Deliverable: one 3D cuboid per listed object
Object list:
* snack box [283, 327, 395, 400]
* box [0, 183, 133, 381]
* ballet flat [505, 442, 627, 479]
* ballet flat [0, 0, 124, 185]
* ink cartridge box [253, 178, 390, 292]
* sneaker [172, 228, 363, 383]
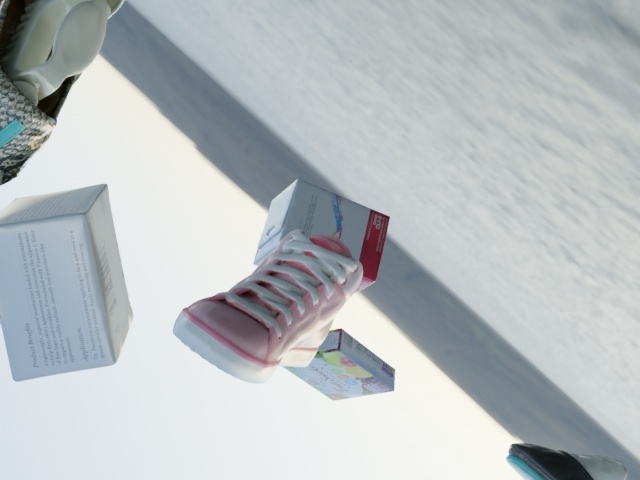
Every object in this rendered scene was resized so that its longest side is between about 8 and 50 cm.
[{"bbox_3d":[0.022,0.166,1.373,0.141,0.100,0.037,41,-133,-44],"label":"snack box"},{"bbox_3d":[-0.299,0.043,1.205,0.182,0.119,0.180,-105,7,-76],"label":"box"},{"bbox_3d":[0.332,0.315,1.213,0.280,0.096,0.095,49,168,-9],"label":"ballet flat"},{"bbox_3d":[-0.320,-0.252,1.235,0.164,0.182,0.482,48,-154,-33],"label":"ballet flat"},{"bbox_3d":[0.000,0.000,1.720,0.176,0.127,0.128,22,156,-17],"label":"ink cartridge box"},{"bbox_3d":[-0.021,0.025,0.495,0.051,0.070,0.134,33,-173,16],"label":"sneaker"}]
